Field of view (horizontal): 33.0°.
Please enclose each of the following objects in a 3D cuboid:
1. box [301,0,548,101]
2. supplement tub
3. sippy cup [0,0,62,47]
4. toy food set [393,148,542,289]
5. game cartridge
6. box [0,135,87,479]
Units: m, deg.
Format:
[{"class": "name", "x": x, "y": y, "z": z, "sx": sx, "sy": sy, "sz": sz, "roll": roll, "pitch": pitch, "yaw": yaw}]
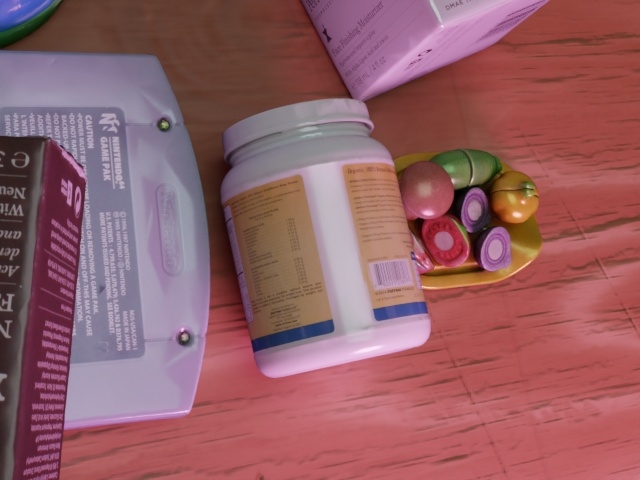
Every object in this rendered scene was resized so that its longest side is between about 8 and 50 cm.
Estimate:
[{"class": "box", "x": 0.106, "y": -0.229, "z": 0.942, "sx": 0.182, "sy": 0.181, "sz": 0.119, "roll": -26, "pitch": 87, "yaw": -24}, {"class": "supplement tub", "x": 0.000, "y": 0.000, "z": 0.867, "sx": 0.144, "sy": 0.144, "sz": 0.199, "roll": -9, "pitch": 82, "yaw": -24}, {"class": "sippy cup", "x": -0.270, "y": -0.278, "z": 0.775, "sx": 0.240, "sy": 0.224, "sz": 0.305, "roll": 12, "pitch": 75, "yaw": -19}, {"class": "toy food set", "x": 0.114, "y": -0.024, "z": 0.960, "sx": 0.218, "sy": 0.071, "sz": 0.128, "roll": -7, "pitch": 81, "yaw": -23}, {"class": "game cartridge", "x": -0.186, "y": -0.002, "z": 0.843, "sx": 0.196, "sy": 0.060, "sz": 0.294, "roll": -3, "pitch": 80, "yaw": -19}, {"class": "box", "x": -0.271, "y": 0.123, "z": 0.694, "sx": 0.191, "sy": 0.143, "sz": 0.381, "roll": 3, "pitch": 82, "yaw": -1}]
